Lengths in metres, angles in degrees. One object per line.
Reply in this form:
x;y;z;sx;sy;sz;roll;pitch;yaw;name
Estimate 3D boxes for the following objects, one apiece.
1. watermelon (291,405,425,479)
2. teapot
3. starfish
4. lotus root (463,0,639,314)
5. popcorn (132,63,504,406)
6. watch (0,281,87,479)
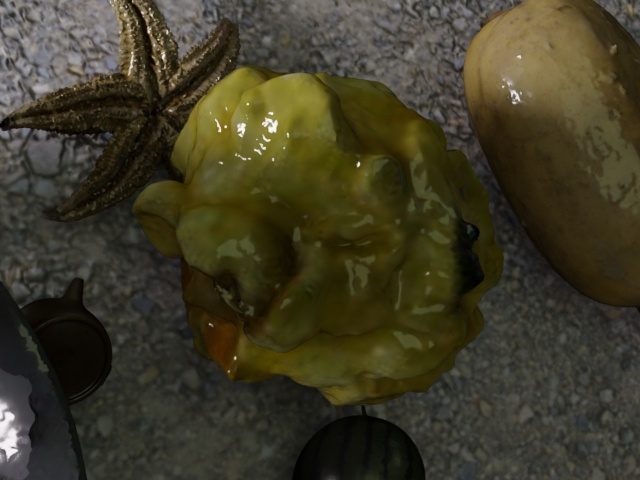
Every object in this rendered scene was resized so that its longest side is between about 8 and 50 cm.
0.032;0.182;0.944;0.105;0.105;0.133;25;48;-15;watermelon
-0.205;0.085;0.890;0.076;0.068;0.121;29;91;-35;teapot
-0.139;-0.097;0.964;0.227;0.043;0.240;-31;95;-22;starfish
0.250;-0.059;1.049;0.169;0.151;0.342;-26;86;-24;lotus root
0.000;0.000;0.899;0.252;0.215;0.286;-33;108;-3;popcorn
-0.282;0.084;0.726;0.314;0.335;0.327;-27;107;5;watch
